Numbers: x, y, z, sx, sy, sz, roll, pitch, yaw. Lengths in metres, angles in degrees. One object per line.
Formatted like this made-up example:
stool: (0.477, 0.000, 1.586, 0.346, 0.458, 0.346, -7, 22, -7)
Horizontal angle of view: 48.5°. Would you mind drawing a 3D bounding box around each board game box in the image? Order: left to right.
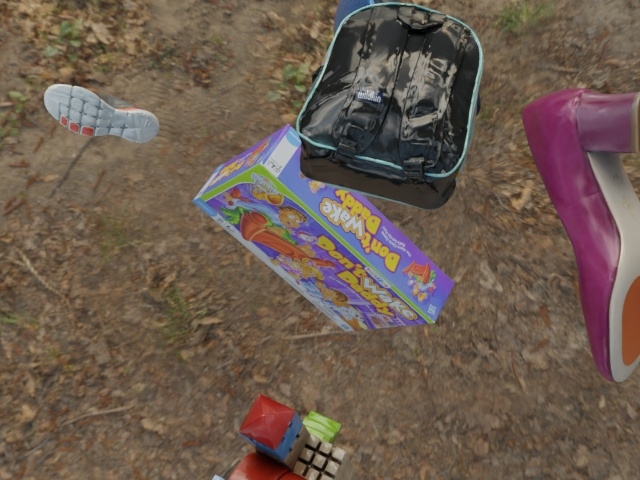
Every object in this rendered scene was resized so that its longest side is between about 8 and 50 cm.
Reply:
board game box: (0.000, 0.000, 1.077, 0.347, 0.233, 0.078, 42, 62, -18)

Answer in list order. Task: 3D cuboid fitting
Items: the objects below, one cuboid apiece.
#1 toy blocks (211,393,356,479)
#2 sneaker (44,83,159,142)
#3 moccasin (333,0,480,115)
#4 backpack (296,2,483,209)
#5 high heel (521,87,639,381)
toy blocks: (-0.077, 0.349, 0.798, 0.191, 0.261, 0.381, 21, 67, 19)
sneaker: (-0.305, -0.177, 0.982, 0.158, 0.065, 0.061, 17, 108, -36)
moccasin: (0.109, -0.248, 0.981, 0.117, 0.342, 0.137, 3, 134, -23)
backpack: (0.073, -0.133, 0.706, 0.166, 0.144, 0.188, 13, 74, 8)
high heel: (0.350, -0.010, 0.944, 0.181, 0.127, 0.377, 9, 98, 54)
